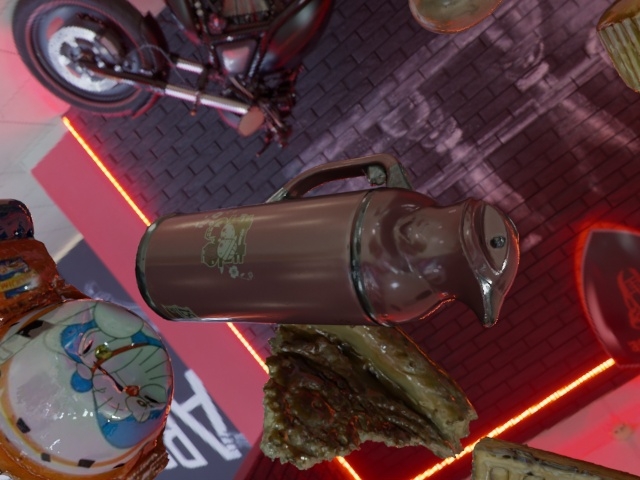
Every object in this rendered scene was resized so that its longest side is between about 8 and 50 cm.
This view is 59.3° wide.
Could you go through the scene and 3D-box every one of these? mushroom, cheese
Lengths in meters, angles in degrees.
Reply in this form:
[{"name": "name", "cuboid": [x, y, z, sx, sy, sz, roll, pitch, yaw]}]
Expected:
[{"name": "mushroom", "cuboid": [0.237, -0.486, 1.010, 0.204, 0.204, 0.204, -39, -179, 0]}, {"name": "cheese", "cuboid": [-0.264, 0.107, 0.556, 0.129, 0.329, 0.217, -35, 176, 29]}]

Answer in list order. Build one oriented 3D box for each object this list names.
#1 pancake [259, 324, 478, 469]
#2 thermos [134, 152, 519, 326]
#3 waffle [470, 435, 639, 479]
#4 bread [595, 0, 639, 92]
[{"name": "pancake", "cuboid": [0.038, 0.146, 0.551, 0.057, 0.266, 0.244, -51, 172, 31]}, {"name": "thermos", "cuboid": [0.002, 0.008, 0.480, 0.330, 0.109, 0.136, -4, -147, 33]}, {"name": "waffle", "cuboid": [0.417, 0.486, 0.883, 0.376, 0.261, 0.114, 5, 167, 34]}, {"name": "bread", "cuboid": [0.514, -0.319, 0.783, 0.288, 0.156, 0.204, -34, -168, -38]}]
